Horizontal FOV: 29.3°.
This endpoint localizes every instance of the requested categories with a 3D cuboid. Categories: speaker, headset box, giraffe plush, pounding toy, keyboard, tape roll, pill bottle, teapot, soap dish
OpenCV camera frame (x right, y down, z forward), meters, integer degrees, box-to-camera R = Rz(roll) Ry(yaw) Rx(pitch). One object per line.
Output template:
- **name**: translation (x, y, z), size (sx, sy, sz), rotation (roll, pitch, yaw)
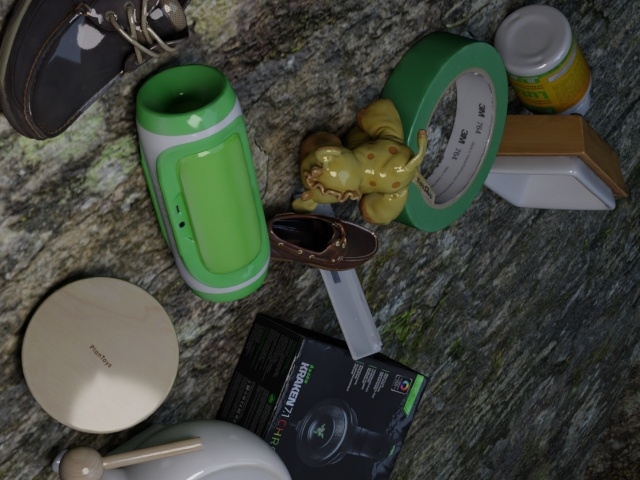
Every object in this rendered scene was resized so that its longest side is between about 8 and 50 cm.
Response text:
- **speaker**: translation (-0.141, -0.064, 1.507), size (0.131, 0.131, 0.296), rotation (-45, 142, -33)
- **headset box**: translation (-0.001, 0.272, 1.841), size (0.283, 0.131, 0.246), rotation (23, 90, -38)
- **giraffe plush**: translation (0.041, -0.100, 1.748), size (0.170, 0.210, 0.181), rotation (-5, 113, -25)
- **pounding toy**: translation (-0.260, 0.165, 1.466), size (0.183, 0.110, 0.237), rotation (-16, 87, -19)
- **keyboard**: translation (0.025, 0.048, 1.792), size (0.072, 0.014, 0.256), rotation (-13, 81, -48)
- **tape roll**: translation (0.195, -0.175, 2.002), size (0.321, 0.077, 0.321), rotation (-34, 134, -43)
- **pill bottle**: translation (0.407, -0.303, 2.190), size (0.136, 0.136, 0.246), rotation (-62, 148, -9)
- **teapot**: translation (-0.164, 0.323, 1.561), size (0.252, 0.187, 0.256), rotation (-33, 126, -16)
- **soap dish**: translation (0.414, -0.142, 2.234), size (0.291, 0.229, 0.118), rotation (26, 70, -59)

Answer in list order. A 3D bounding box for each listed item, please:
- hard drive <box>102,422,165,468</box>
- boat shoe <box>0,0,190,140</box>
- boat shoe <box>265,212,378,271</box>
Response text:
- **hard drive**: translation (-0.311, 0.394, 1.607), size (0.307, 0.040, 0.203), rotation (-30, 132, -46)
- **boat shoe**: translation (-0.205, -0.255, 1.283), size (0.355, 0.130, 0.132), rotation (-60, 148, -13)
- **boat shoe**: translation (0.000, 0.000, 1.731), size (0.207, 0.073, 0.073), rotation (2, 70, -32)
